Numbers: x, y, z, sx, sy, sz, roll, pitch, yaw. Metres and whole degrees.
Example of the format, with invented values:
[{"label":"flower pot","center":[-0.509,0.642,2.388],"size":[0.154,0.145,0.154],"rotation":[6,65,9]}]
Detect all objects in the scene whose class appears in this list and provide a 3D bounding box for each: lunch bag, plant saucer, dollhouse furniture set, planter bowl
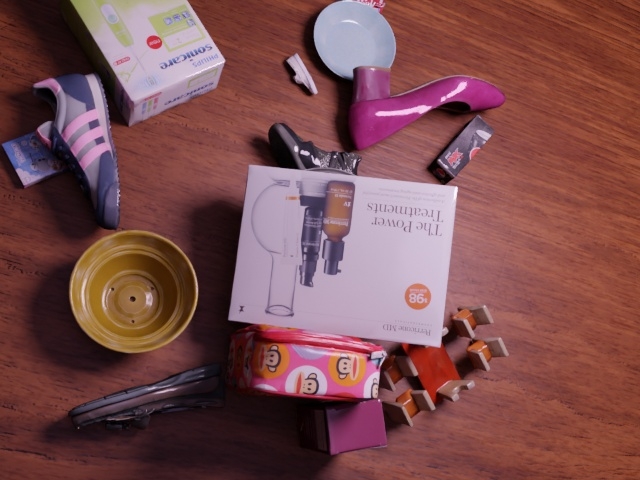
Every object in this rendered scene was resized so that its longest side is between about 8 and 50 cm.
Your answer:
[{"label":"lunch bag","center":[-0.019,0.218,1.196],"size":[0.258,0.293,0.120],"rotation":[10,79,-17]},{"label":"plant saucer","center":[0.073,-0.441,1.559],"size":[0.194,0.037,0.195],"rotation":[4,77,-18]},{"label":"dollhouse furniture set","center":[0.198,0.197,1.385],"size":[0.262,0.135,0.259],"rotation":[-29,96,-23]},{"label":"planter bowl","center":[-0.333,0.097,1.240],"size":[0.217,0.090,0.217],"rotation":[5,72,-17]}]

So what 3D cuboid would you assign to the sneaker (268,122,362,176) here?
[{"label":"sneaker","center":[-0.004,-0.166,1.432],"size":[0.227,0.087,0.130],"rotation":[48,64,-3]}]

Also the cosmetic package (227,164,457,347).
[{"label":"cosmetic package","center":[0.041,0.027,1.253],"size":[0.377,0.097,0.285],"rotation":[6,87,6]}]

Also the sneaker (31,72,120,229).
[{"label":"sneaker","center":[-0.446,-0.159,1.273],"size":[0.131,0.112,0.319],"rotation":[-8,68,-25]}]

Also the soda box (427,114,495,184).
[{"label":"soda box","center":[0.317,-0.204,1.563],"size":[0.060,0.053,0.169],"rotation":[43,67,-2]}]

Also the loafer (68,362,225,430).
[{"label":"loafer","center":[-0.290,0.286,1.200],"size":[0.267,0.096,0.084],"rotation":[-14,85,-23]}]

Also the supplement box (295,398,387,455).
[{"label":"supplement box","center":[0.032,0.327,1.234],"size":[0.104,0.188,0.081],"rotation":[-3,79,-19]}]

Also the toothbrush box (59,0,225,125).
[{"label":"toothbrush box","center":[-0.354,-0.403,1.369],"size":[0.206,0.122,0.283],"rotation":[-29,86,-23]}]

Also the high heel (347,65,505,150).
[{"label":"high heel","center":[0.237,-0.272,1.539],"size":[0.377,0.127,0.181],"rotation":[2,87,-14]}]

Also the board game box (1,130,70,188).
[{"label":"board game box","center":[-0.528,-0.155,1.292],"size":[0.090,0.020,0.090],"rotation":[-28,84,-23]}]

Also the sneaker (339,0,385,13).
[{"label":"sneaker","center":[0.100,-0.538,1.599],"size":[0.118,0.042,0.067],"rotation":[-38,85,-26]}]

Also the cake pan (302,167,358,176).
[{"label":"cake pan","center":[0.000,0.000,1.334],"size":[0.293,0.054,0.293],"rotation":[-1,85,5]}]

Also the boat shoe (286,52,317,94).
[{"label":"boat shoe","center":[-0.042,-0.355,1.506],"size":[0.035,0.035,0.100],"rotation":[-30,88,4]}]
